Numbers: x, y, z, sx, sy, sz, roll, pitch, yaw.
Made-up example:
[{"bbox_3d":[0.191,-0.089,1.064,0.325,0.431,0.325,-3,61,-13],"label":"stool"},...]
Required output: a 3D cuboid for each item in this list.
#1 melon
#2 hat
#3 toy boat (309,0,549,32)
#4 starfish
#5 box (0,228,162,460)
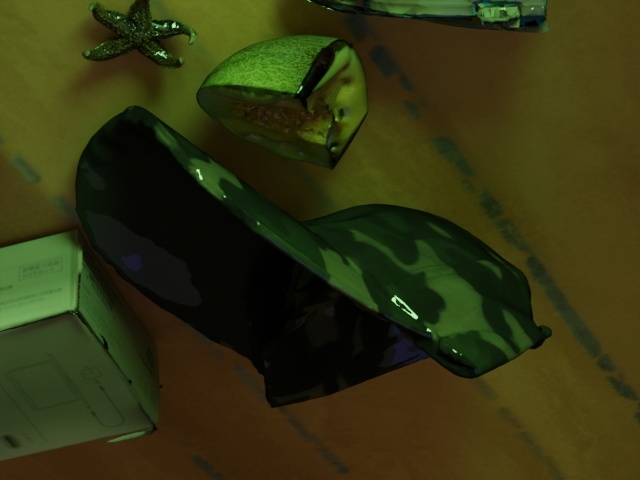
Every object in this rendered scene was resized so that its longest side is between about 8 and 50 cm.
[{"bbox_3d":[-0.031,-0.122,1.367,0.128,0.079,0.160,11,166,13],"label":"melon"},{"bbox_3d":[0.000,0.000,1.489,0.366,0.257,0.382,-11,116,55],"label":"hat"},{"bbox_3d":[0.076,-0.195,1.300,0.210,0.066,0.084,1,109,7],"label":"toy boat"},{"bbox_3d":[-0.144,-0.159,1.345,0.091,0.028,0.078,31,124,-33],"label":"starfish"},{"bbox_3d":[-0.296,0.110,1.606,0.251,0.106,0.203,-14,142,10],"label":"box"}]
